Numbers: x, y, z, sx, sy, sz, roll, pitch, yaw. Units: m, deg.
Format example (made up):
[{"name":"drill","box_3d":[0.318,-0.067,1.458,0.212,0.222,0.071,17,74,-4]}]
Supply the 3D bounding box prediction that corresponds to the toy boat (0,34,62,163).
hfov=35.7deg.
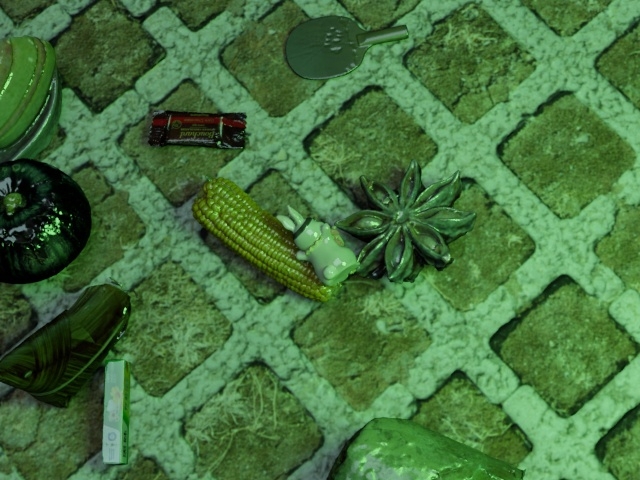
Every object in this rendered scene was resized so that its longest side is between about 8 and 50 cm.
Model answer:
[{"name":"toy boat","box_3d":[-0.559,-0.250,1.779,0.111,0.293,0.276,31,63,12]}]

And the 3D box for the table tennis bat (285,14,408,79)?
[{"name":"table tennis bat","box_3d":[0.050,-0.370,1.873,0.234,0.022,0.131,-10,72,4]}]

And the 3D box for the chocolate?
[{"name":"chocolate","box_3d":[-0.228,-0.205,1.844,0.182,0.028,0.086,-1,67,4]}]

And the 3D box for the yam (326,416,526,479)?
[{"name":"yam","box_3d":[0.164,0.396,1.555,0.300,0.195,0.195,21,77,9]}]

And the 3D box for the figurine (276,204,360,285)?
[{"name":"figurine","box_3d":[-0.006,0.007,1.671,0.081,0.098,0.146,-41,72,7]}]

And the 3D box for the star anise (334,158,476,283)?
[{"name":"star anise","box_3d":[0.150,-0.020,1.718,0.235,0.109,0.223,-19,59,5]}]

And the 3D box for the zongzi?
[{"name":"zongzi","box_3d":[-0.420,0.153,1.645,0.111,0.241,0.248,35,79,14]}]

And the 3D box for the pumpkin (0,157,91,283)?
[{"name":"pumpkin","box_3d":[-0.520,-0.032,1.748,0.233,0.163,0.233,-1,63,2]}]

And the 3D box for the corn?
[{"name":"corn","box_3d":[-0.094,0.004,1.735,0.313,0.102,0.102,37,80,14]}]

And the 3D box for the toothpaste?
[{"name":"toothpaste","box_3d":[-0.349,0.293,1.703,0.037,0.043,0.179,-2,74,1]}]
